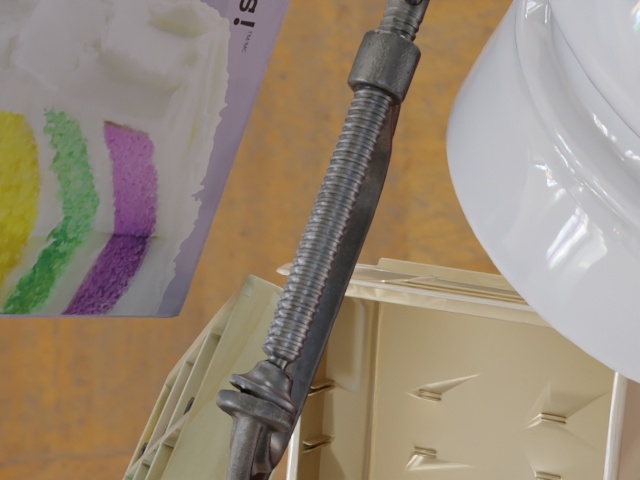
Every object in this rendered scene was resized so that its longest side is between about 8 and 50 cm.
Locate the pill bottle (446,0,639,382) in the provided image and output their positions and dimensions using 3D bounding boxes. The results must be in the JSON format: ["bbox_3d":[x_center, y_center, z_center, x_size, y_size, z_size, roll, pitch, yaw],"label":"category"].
[{"bbox_3d":[0.151,-0.094,0.465,0.160,0.160,0.283,60,138,26],"label":"pill bottle"}]

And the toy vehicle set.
[{"bbox_3d":[-0.064,0.118,0.799,0.035,0.267,0.166,24,75,-5],"label":"toy vehicle set"}]

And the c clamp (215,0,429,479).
[{"bbox_3d":[0.000,0.000,0.558,0.022,0.137,0.161,19,81,3],"label":"c clamp"}]

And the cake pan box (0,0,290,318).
[{"bbox_3d":[-0.100,-0.105,0.633,0.070,0.245,0.267,27,102,31],"label":"cake pan box"}]

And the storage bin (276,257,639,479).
[{"bbox_3d":[0.086,0.154,1.272,0.260,0.123,0.262,8,100,28],"label":"storage bin"}]
